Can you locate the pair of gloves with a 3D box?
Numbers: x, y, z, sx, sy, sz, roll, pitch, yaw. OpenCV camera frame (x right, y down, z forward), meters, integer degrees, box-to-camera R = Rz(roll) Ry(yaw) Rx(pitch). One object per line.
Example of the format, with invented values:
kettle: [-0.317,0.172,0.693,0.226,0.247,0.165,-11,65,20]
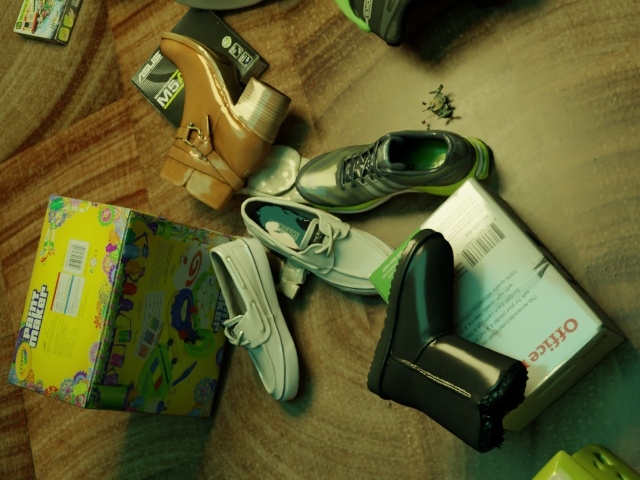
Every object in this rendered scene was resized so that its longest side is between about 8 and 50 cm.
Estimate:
pair of gloves: [-0.077,-0.035,1.940,0.204,0.042,0.240,16,84,31]

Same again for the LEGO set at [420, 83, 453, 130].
LEGO set: [0.177,-0.196,1.857,0.054,0.023,0.083,42,111,33]

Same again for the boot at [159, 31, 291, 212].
boot: [-0.198,-0.196,1.981,0.283,0.109,0.220,35,99,20]

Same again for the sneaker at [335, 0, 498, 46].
sneaker: [0.245,-0.466,1.829,0.483,0.185,0.202,-35,92,13]

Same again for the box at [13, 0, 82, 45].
box: [-0.494,-0.476,2.293,0.114,0.036,0.207,15,84,31]

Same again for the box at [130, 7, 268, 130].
box: [-0.209,-0.287,2.079,0.190,0.045,0.184,-48,63,9]

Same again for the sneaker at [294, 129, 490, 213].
sneaker: [0.094,-0.116,1.812,0.300,0.121,0.111,-11,71,22]

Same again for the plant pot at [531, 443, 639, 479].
plant pot: [0.325,0.398,1.503,0.227,0.207,0.228,44,100,30]

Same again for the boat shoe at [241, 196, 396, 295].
boat shoe: [0.000,0.000,1.829,0.267,0.088,0.096,28,84,21]

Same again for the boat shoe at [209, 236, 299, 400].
boat shoe: [-0.107,0.125,1.851,0.095,0.084,0.258,-32,74,58]

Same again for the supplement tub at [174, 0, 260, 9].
supplement tub: [-0.174,-0.574,2.026,0.235,0.235,0.325,-11,71,26]

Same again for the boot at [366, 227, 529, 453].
boot: [0.181,0.128,1.574,0.207,0.094,0.246,21,98,37]

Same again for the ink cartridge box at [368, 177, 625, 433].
ink cartridge box: [0.240,0.093,1.681,0.211,0.121,0.289,-44,61,13]

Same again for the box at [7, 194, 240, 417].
box: [-0.286,0.106,1.860,0.177,0.279,0.290,10,86,36]
